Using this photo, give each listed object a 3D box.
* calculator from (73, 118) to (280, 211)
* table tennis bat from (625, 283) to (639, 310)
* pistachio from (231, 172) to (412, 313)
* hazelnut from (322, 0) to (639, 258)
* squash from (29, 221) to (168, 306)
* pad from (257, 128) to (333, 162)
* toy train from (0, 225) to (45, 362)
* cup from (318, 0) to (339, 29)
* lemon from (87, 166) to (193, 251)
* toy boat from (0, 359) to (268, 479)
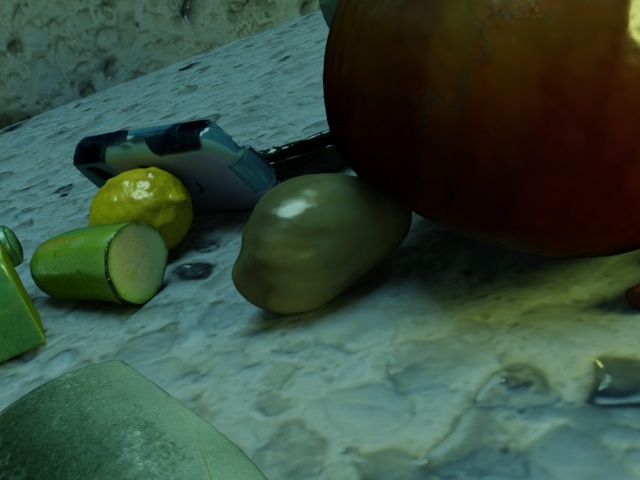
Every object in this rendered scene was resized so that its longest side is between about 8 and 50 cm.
[{"bbox_3d":[-0.191,-0.090,1.127,0.293,0.173,0.051,-2,63,33],"label":"calculator"},{"bbox_3d":[0.299,0.016,0.673,0.154,0.019,0.098,-25,23,-23],"label":"table tennis bat"},{"bbox_3d":[0.000,0.000,0.822,0.184,0.125,0.124,-14,20,-14],"label":"pistachio"},{"bbox_3d":[0.189,-0.158,0.755,0.359,0.359,0.409,-21,26,-6],"label":"hazelnut"},{"bbox_3d":[-0.270,0.025,0.998,0.187,0.095,0.095,-1,28,38],"label":"squash"},{"bbox_3d":[-0.006,-0.138,1.208,0.232,0.022,0.174,-18,3,4],"label":"pad"},{"bbox_3d":[-0.505,0.098,0.955,0.368,0.150,0.237,-25,29,-13],"label":"toy train"},{"bbox_3d":[0.193,-0.370,1.107,0.392,0.401,0.310,18,75,43],"label":"cup"},{"bbox_3d":[-0.226,-0.031,1.067,0.155,0.114,0.114,-17,19,31],"label":"lemon"},{"bbox_3d":[-0.108,0.173,0.529,0.141,0.092,0.319,-31,32,-30],"label":"toy boat"}]
